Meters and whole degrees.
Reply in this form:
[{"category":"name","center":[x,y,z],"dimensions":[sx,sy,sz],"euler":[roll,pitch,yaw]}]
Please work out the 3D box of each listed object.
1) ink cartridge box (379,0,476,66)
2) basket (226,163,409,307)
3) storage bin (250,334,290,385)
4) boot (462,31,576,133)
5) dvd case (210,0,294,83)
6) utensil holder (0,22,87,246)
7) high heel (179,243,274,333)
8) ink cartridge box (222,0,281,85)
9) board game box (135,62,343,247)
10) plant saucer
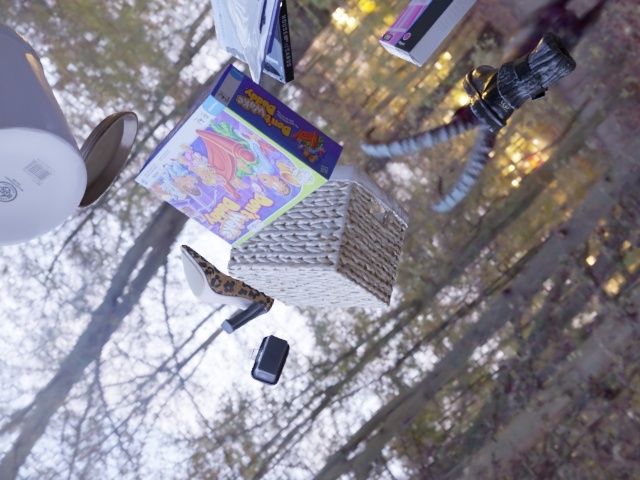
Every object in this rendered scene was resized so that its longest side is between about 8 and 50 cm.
[{"category":"ink cartridge box","center":[0.330,-0.639,2.214],"dimensions":[0.069,0.371,0.176],"euler":[41,-178,-34]},{"category":"basket","center":[0.000,0.000,2.003],"dimensions":[0.328,0.331,0.266],"euler":[36,-122,-55]},{"category":"storage bin","center":[-0.142,0.323,2.304],"dimensions":[0.098,0.135,0.091],"euler":[21,159,-1]},{"category":"boot","center":[0.504,-0.424,2.098],"dimensions":[0.131,0.260,0.348],"euler":[38,-156,-17]},{"category":"dvd case","center":[-0.143,-0.437,1.675],"dimensions":[0.238,0.029,0.179],"euler":[35,144,39]},{"category":"utensil holder","center":[-0.690,-0.220,1.717],"dimensions":[0.327,0.327,0.385],"euler":[27,-157,-50]},{"category":"high heel","center":[-0.236,0.095,2.122],"dimensions":[0.186,0.093,0.261],"euler":[-31,-95,-43]},{"category":"ink cartridge box","center":[-0.106,-0.461,1.378],"dimensions":[0.303,0.072,0.307],"euler":[112,138,-58]},{"category":"board game box","center":[-0.153,-0.133,1.451],"dimensions":[0.233,0.347,0.078],"euler":[35,-124,-16]},{"category":"plant saucer","center":[-0.547,-0.208,2.077],"dimensions":[0.041,0.278,0.278],"euler":[31,-165,2]}]
